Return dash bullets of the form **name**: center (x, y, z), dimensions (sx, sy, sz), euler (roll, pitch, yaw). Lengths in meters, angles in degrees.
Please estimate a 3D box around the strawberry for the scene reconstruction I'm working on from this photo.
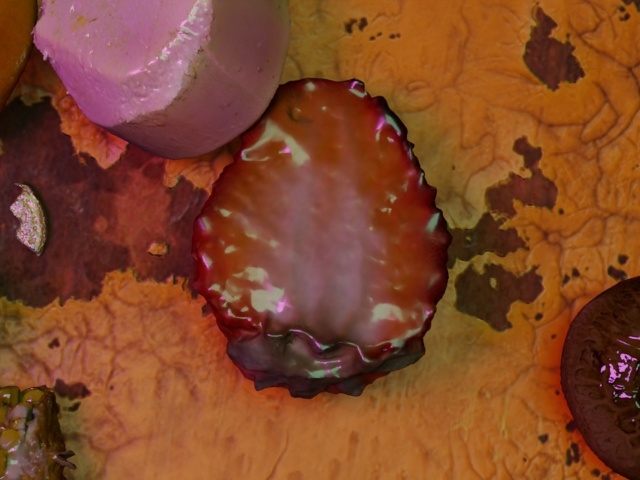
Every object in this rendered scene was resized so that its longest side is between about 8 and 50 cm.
- **strawberry**: center (0.000, 0.000, 1.470), dimensions (0.265, 0.149, 0.336), euler (4, 69, -4)

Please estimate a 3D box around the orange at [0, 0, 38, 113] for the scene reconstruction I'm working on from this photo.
- **orange**: center (-0.396, -0.214, 1.395), dimensions (0.249, 0.183, 0.249), euler (-1, 79, 3)

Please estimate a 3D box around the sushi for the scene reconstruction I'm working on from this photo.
- **sushi**: center (-0.360, 0.254, 1.345), dimensions (0.296, 0.167, 0.179), euler (-42, 129, -9)

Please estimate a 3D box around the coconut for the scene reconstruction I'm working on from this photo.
- **coconut**: center (-0.152, -0.205, 1.428), dimensions (0.233, 0.245, 0.233), euler (-4, 78, 21)

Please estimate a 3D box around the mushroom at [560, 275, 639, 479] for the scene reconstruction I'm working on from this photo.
- **mushroom**: center (0.381, 0.145, 1.503), dimensions (0.253, 0.153, 0.253), euler (0, 90, -11)

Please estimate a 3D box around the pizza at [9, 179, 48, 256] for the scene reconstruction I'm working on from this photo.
- **pizza**: center (-0.306, -0.024, 1.478), dimensions (0.037, 0.016, 0.083), euler (-14, 86, -13)
